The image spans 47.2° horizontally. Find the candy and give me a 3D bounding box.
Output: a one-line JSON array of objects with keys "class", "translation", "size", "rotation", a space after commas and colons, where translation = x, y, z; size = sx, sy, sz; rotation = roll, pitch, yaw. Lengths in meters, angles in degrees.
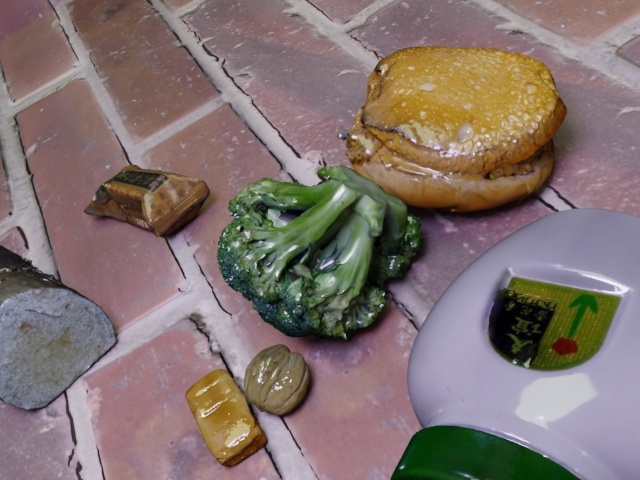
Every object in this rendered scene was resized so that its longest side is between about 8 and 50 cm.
[{"class": "candy", "translation": [-0.328, -0.078, 1.332], "size": [0.271, 0.101, 0.143], "rotation": [18, 52, 44]}]

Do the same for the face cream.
[{"class": "face cream", "translation": [0.240, 0.144, 0.735], "size": [0.313, 0.219, 0.357], "rotation": [11, 52, 34]}]

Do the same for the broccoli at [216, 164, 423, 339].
[{"class": "broccoli", "translation": [0.000, 0.000, 0.982], "size": [0.245, 0.295, 0.265], "rotation": [-45, 68, 33]}]

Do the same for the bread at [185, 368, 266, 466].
[{"class": "bread", "translation": [-0.126, 0.230, 0.961], "size": [0.074, 0.053, 0.132], "rotation": [-32, 45, -5]}]

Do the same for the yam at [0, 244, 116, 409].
[{"class": "yam", "translation": [-0.496, 0.116, 1.167], "size": [0.202, 0.201, 0.271], "rotation": [-46, 39, -20]}]

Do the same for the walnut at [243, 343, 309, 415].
[{"class": "walnut", "translation": [-0.058, 0.182, 0.957], "size": [0.092, 0.092, 0.092], "rotation": [-14, 44, 14]}]

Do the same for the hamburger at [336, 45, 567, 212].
[{"class": "hamburger", "translation": [0.190, -0.167, 1.080], "size": [0.315, 0.170, 0.289], "rotation": [4, 41, 10]}]
